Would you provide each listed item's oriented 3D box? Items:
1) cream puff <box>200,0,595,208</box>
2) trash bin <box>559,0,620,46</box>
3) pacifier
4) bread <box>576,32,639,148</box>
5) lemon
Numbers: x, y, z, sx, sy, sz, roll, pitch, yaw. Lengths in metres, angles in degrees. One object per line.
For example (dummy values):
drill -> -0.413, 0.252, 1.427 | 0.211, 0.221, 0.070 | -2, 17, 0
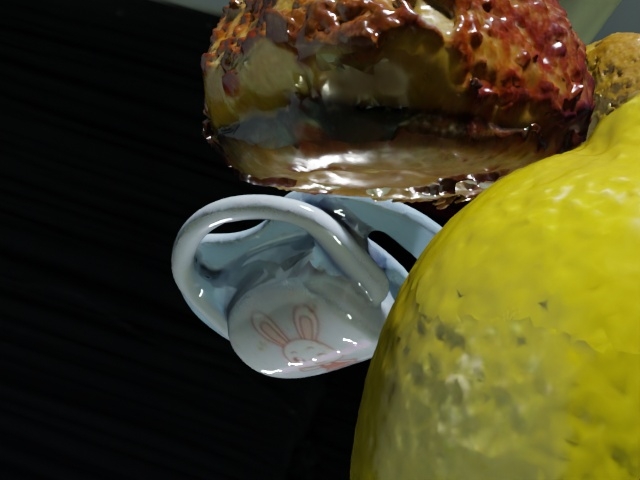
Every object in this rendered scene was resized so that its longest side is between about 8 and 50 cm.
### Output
cream puff -> 0.042, -0.102, 0.690 | 0.240, 0.240, 0.164 | -19, 112, -84
trash bin -> 0.257, -0.329, 1.325 | 0.121, 0.243, 0.247 | -14, 150, -30
pacifier -> 0.000, 0.000, 1.002 | 0.287, 0.238, 0.226 | -28, -148, 40
bread -> 0.256, -0.052, 0.929 | 0.240, 0.139, 0.240 | -174, -90, -79
lemon -> 0.128, 0.088, 0.463 | 0.236, 0.236, 0.263 | -66, 168, -52
